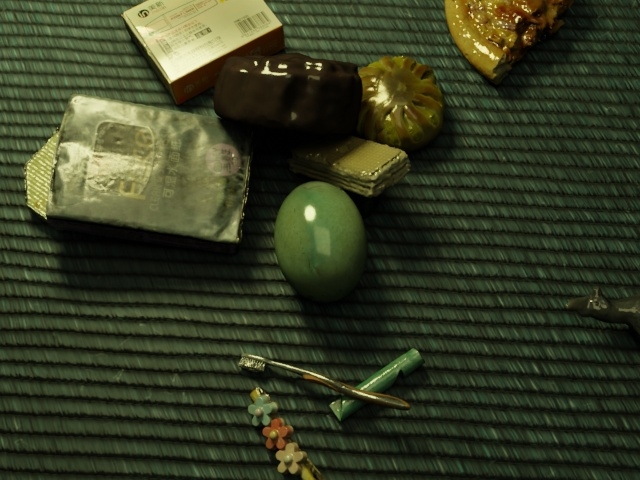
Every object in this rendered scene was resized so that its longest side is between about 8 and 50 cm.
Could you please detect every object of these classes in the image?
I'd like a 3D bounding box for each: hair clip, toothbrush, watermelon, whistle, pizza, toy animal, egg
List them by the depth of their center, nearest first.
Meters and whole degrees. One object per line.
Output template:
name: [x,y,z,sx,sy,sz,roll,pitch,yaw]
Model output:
hair clip: [-0.067,0.343,1.608,0.062,0.056,0.214,-45,70,16]
toothbrush: [0.005,0.248,1.639,0.321,0.023,0.031,12,63,17]
whistle: [0.101,0.255,1.656,0.186,0.039,0.039,-32,69,-14]
toy animal: [0.638,0.161,1.684,0.367,0.081,0.206,37,66,7]
egg: [0.000,0.000,1.701,0.169,0.169,0.236,-10,65,-5]
watermelon: [0.067,-0.097,1.804,0.106,0.062,0.105,4,62,-8]
pizza: [0.396,-0.507,1.976,0.278,0.114,0.408,8,68,9]

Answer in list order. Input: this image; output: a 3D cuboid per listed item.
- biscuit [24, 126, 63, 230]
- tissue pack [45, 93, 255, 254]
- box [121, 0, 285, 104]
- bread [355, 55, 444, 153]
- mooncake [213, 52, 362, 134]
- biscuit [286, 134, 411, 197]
biscuit: [-0.482,-0.146,1.832,0.147,0.046,0.250,32,68,11]
tissue pack: [-0.314,-0.120,1.756,0.361,0.122,0.259,10,69,-8]
box: [-0.242,-0.436,1.942,0.274,0.091,0.220,-28,68,-12]
bread: [0.151,-0.278,1.868,0.213,0.104,0.213,-1,67,2]
mooncake: [-0.060,-0.285,1.769,0.283,0.283,0.141,7,101,3]
biscuit: [0.050,-0.147,1.762,0.108,0.061,0.239,-36,37,-29]
